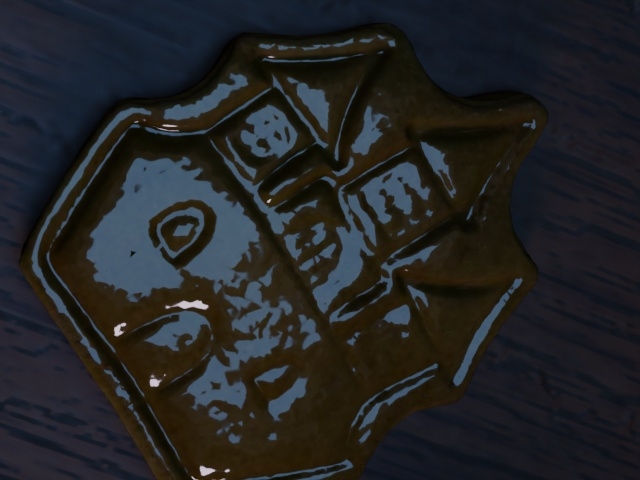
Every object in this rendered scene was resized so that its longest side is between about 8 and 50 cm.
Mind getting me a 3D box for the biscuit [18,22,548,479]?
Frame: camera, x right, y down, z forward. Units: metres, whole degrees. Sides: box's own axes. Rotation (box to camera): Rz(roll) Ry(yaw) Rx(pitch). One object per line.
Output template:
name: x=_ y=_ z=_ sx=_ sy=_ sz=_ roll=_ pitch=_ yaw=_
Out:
biscuit: x=0.001 y=0.000 z=0.781 sx=0.215 sy=0.034 sz=0.182 roll=-33 pitch=104 yaw=-7
